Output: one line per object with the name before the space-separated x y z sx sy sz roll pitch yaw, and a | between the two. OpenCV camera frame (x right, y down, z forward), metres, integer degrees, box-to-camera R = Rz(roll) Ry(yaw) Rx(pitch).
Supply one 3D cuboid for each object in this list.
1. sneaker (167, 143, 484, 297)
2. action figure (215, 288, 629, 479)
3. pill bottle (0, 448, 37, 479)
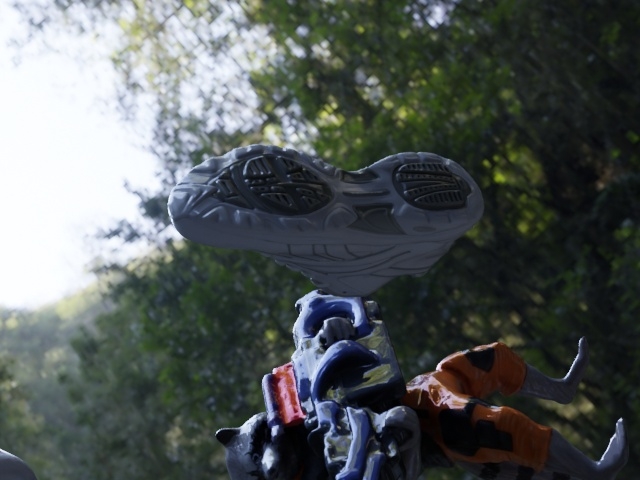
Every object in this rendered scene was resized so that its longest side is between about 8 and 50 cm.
sneaker | 0.000 0.000 0.904 0.232 0.090 0.115 3 -45 -20
action figure | 0.079 0.183 1.030 0.330 0.341 0.178 -5 -60 3
pill bottle | -0.266 0.158 0.813 0.087 0.160 0.087 -28 -55 -48
